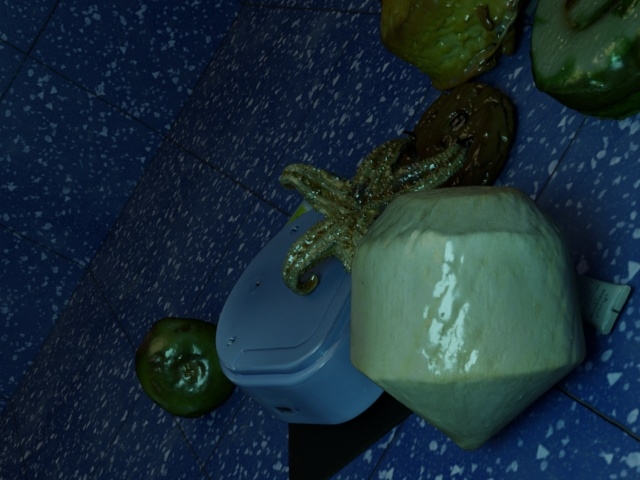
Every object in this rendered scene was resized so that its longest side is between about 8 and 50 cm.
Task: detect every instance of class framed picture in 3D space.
[{"bbox_3d":[0.048,0.249,1.638,0.324,0.013,0.244,-44,30,30],"label":"framed picture"}]

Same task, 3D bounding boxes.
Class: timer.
[{"bbox_3d":[0.001,0.114,1.634,0.395,0.173,0.395,-34,30,23],"label":"timer"}]

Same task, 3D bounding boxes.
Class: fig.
[{"bbox_3d":[-0.268,0.243,2.061,0.206,0.206,0.275,-61,6,-3],"label":"fig"}]

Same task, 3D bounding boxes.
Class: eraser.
[{"bbox_3d":[0.351,-0.418,1.787,0.038,0.019,0.083,-58,25,7],"label":"eraser"}]

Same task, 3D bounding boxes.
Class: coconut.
[{"bbox_3d":[0.178,0.096,1.238,0.329,0.329,0.329,-43,30,32],"label":"coconut"}]

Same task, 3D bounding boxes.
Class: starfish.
[{"bbox_3d":[0.062,-0.056,1.488,0.312,0.113,0.303,5,57,44],"label":"starfish"}]

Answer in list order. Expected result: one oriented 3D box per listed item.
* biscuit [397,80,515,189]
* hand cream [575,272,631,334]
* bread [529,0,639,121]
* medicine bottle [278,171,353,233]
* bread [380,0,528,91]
[{"bbox_3d":[0.206,-0.143,1.695,0.296,0.075,0.296,-43,29,31],"label":"biscuit"},{"bbox_3d":[0.319,0.065,1.307,0.067,0.042,0.194,-59,30,-2],"label":"hand cream"},{"bbox_3d":[0.433,-0.353,1.436,0.366,0.129,0.382,-53,25,14],"label":"bread"},{"bbox_3d":[0.000,0.000,1.846,0.225,0.139,0.139,-53,26,14],"label":"medicine bottle"},{"bbox_3d":[0.233,-0.451,1.797,0.337,0.204,0.358,122,156,-45],"label":"bread"}]
